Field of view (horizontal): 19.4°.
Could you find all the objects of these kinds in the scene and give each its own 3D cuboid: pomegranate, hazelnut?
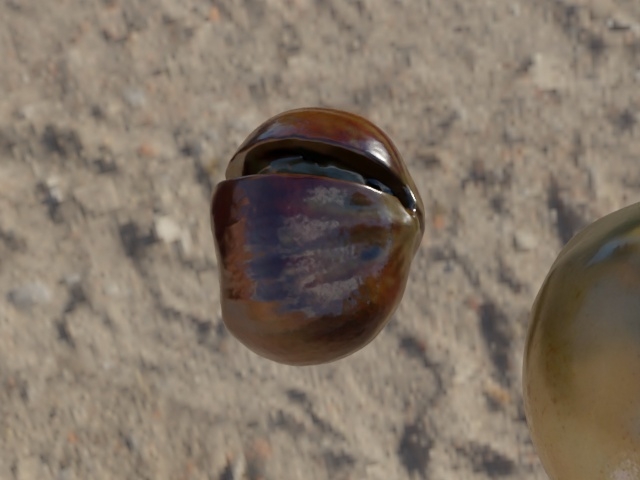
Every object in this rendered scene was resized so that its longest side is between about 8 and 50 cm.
[{"bbox_3d":[0.285,0.121,1.385,0.319,0.319,0.319,-6,45,6],"label":"pomegranate"},{"bbox_3d":[0.000,0.000,1.805,0.217,0.217,0.251,4,65,14],"label":"hazelnut"}]
